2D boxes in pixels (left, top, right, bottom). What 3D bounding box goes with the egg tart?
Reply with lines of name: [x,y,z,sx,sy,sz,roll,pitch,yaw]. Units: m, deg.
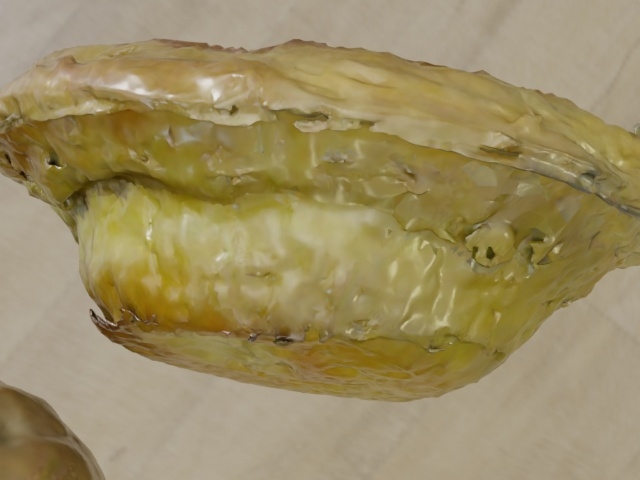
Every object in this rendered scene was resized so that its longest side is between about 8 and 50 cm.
egg tart: [0.000,0.000,1.077,0.443,0.443,0.178,7,80,11]

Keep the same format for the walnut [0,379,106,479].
walnut: [-0.261,0.206,1.010,0.296,0.285,0.285,-18,78,18]
